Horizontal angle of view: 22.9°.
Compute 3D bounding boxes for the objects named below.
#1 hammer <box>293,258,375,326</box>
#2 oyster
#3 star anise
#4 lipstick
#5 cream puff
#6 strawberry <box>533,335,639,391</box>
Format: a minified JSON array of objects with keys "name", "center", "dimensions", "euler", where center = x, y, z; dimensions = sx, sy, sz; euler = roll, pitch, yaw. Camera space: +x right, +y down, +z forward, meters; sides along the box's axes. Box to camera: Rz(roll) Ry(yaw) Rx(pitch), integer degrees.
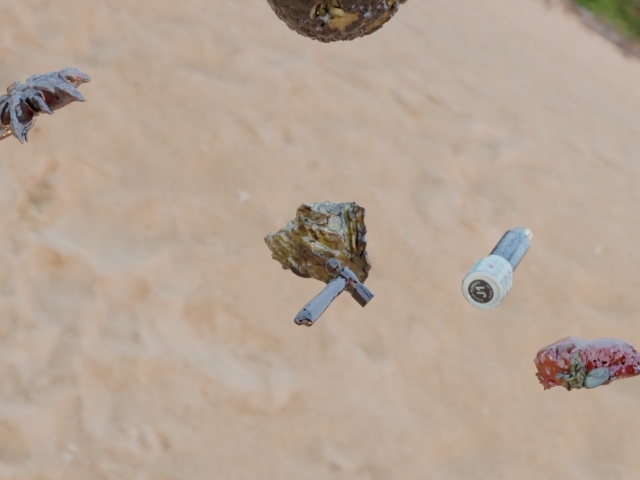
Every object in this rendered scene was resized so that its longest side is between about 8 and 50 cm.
[{"name":"hammer","center":[0.010,0.061,1.634],"dimensions":[0.065,0.021,0.178],"euler":[42,20,3]},{"name":"oyster","center":[-0.005,0.002,1.893],"dimensions":[0.056,0.105,0.177],"euler":[-18,22,-39]},{"name":"star anise","center":[-0.321,-0.151,1.733],"dimensions":[0.042,0.141,0.141],"euler":[60,-1,-25]},{"name":"lipstick","center":[0.149,0.015,1.281],"dimensions":[0.037,0.037,0.116],"euler":[33,35,6]},{"name":"cream puff","center":[0.040,-0.355,1.968],"dimensions":[0.164,0.239,0.239],"euler":[31,11,-19]},{"name":"strawberry","center":[0.258,0.112,1.491],"dimensions":[0.103,0.048,0.152],"euler":[-6,3,30]}]
